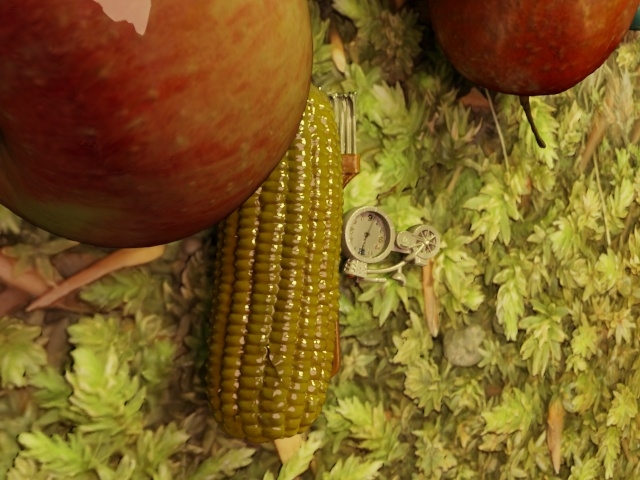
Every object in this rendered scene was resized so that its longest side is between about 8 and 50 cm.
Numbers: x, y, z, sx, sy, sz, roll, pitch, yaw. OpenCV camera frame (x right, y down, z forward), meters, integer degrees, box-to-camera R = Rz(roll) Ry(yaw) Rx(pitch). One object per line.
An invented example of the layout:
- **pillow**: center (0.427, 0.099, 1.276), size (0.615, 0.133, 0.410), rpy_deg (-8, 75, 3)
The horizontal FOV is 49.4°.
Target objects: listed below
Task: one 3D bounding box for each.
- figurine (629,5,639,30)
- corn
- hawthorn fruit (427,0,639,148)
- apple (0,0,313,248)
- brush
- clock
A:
- **figurine**: center (0.413, -0.480, 0.872), size (0.243, 0.298, 0.416), rpy_deg (-37, 129, 12)
- **corn**: center (-0.041, 0.014, 0.672), size (0.131, 0.131, 0.344), rpy_deg (3, 93, -31)
- **hawthorn fruit**: center (0.227, -0.267, 0.756), size (0.235, 0.231, 0.263), rpy_deg (8, 84, -20)
- **apple**: center (-0.153, -0.166, 0.494), size (0.269, 0.345, 0.345), rpy_deg (-45, 114, -31)
- **brush**: center (0.000, 0.000, 0.746), size (0.090, 0.017, 0.314), rpy_deg (-1, 96, -2)
- **clock**: center (0.077, 0.009, 0.794), size (0.129, 0.041, 0.087), rpy_deg (8, 85, -25)
